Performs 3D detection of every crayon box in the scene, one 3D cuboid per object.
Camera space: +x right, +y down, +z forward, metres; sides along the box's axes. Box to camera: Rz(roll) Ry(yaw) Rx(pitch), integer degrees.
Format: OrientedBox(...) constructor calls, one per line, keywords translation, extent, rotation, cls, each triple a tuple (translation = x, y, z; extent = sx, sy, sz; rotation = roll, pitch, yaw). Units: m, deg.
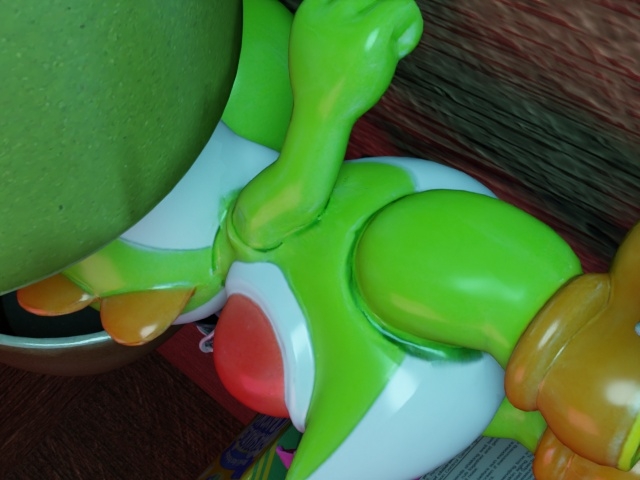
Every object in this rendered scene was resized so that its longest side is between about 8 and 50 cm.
OrientedBox(translation=(-0.075, 0.273, 1.434), extent=(0.083, 0.323, 0.203), rotation=(45, 168, -7), cls="crayon box")

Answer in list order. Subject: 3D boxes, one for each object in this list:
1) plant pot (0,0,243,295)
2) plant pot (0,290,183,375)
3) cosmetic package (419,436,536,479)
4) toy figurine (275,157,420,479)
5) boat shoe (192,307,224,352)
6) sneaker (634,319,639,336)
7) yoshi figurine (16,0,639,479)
OrientedBox(translation=(-0.146, -0.166, 0.392), extent=(0.275, 0.275, 0.293), rotation=(40, 152, 15), cls="plant pot")
OrientedBox(translation=(-0.160, -0.010, 0.856), extent=(0.237, 0.237, 0.254), rotation=(41, 161, 9), cls="plant pot")
OrientedBox(translation=(0.135, 0.183, 0.847), extent=(0.129, 0.153, 0.296), rotation=(50, 168, -23), cls="cosmetic package")
OrientedBox(translation=(0.032, 0.066, 0.755), extent=(0.173, 0.159, 0.130), rotation=(43, 168, 3), cls="toy figurine")
OrientedBox(translation=(-0.100, 0.052, 1.289), extent=(0.116, 0.099, 0.319), rotation=(31, 163, 44), cls="boat shoe")
OrientedBox(translation=(0.173, 0.062, 0.453), extent=(0.185, 0.084, 0.069), rotation=(48, 167, -19), cls="sneaker")
OrientedBox(translation=(0.012, -0.026, 0.607), extent=(0.362, 0.204, 0.203), rotation=(23, -159, 24), cls="yoshi figurine")
